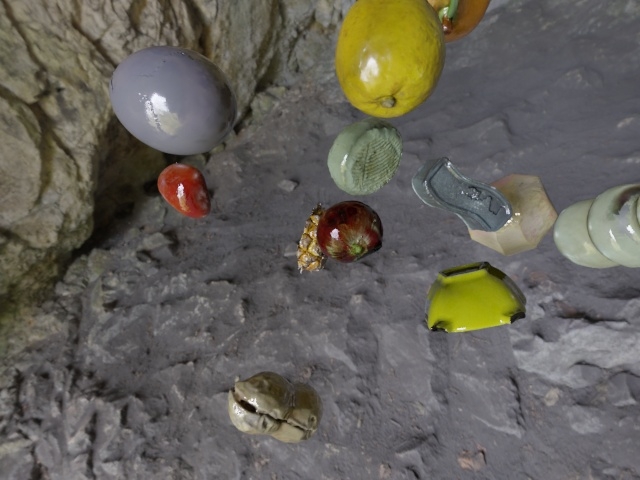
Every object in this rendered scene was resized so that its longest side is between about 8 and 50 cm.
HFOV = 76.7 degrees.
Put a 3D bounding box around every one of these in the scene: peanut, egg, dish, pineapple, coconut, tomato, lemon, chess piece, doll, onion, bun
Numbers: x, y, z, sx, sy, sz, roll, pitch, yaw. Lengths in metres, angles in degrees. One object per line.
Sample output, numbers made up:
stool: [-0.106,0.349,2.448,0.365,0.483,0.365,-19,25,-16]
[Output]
peanut: [-0.083,0.344,0.830,0.130,0.290,0.130,-16,56,25]
egg: [-0.210,-0.198,0.578,0.199,0.146,0.146,14,45,20]
dish: [0.322,0.111,0.878,0.221,0.108,0.262,-15,-2,19]
pineapple: [0.000,0.000,1.203,0.076,0.224,0.225,18,46,19]
coconut: [0.573,-0.076,1.237,0.259,0.259,0.259,-21,29,12]
tomato: [-0.416,-0.138,1.194,0.174,0.166,0.082,12,33,26]
lemon: [0.102,-0.279,0.605,0.170,0.170,0.207,-11,53,27]
chess piece: [0.378,-0.020,0.464,0.133,0.133,0.243,-35,-4,-14]
doll: [0.269,-0.520,0.872,0.213,0.213,0.236,-8,53,32]
onion: [0.047,-0.018,0.707,0.117,0.118,0.118,-41,29,1]
bun: [0.101,-0.208,0.974,0.195,0.195,0.118,-34,45,-12]

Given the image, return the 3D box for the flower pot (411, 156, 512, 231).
flower pot: [0.336,-0.105,0.967,0.103,0.229,0.108,-59,6,6]
